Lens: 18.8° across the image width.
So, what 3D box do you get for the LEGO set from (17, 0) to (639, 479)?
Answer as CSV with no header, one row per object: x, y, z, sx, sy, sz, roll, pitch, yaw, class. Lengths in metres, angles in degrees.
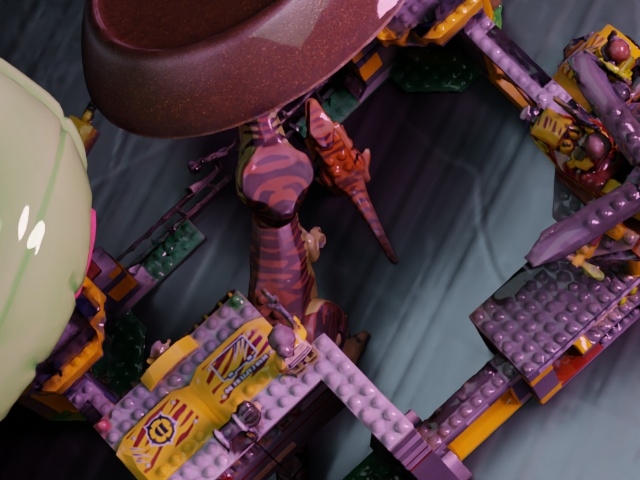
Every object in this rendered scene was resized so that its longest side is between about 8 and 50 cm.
0.000,0.000,0.750,0.331,0.192,0.255,-35,69,1,LEGO set

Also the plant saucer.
-0.031,-0.114,0.765,0.168,0.029,0.168,-20,44,21,plant saucer

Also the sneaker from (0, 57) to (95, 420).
-0.287,0.102,0.706,0.202,0.185,0.483,37,96,-20,sneaker
